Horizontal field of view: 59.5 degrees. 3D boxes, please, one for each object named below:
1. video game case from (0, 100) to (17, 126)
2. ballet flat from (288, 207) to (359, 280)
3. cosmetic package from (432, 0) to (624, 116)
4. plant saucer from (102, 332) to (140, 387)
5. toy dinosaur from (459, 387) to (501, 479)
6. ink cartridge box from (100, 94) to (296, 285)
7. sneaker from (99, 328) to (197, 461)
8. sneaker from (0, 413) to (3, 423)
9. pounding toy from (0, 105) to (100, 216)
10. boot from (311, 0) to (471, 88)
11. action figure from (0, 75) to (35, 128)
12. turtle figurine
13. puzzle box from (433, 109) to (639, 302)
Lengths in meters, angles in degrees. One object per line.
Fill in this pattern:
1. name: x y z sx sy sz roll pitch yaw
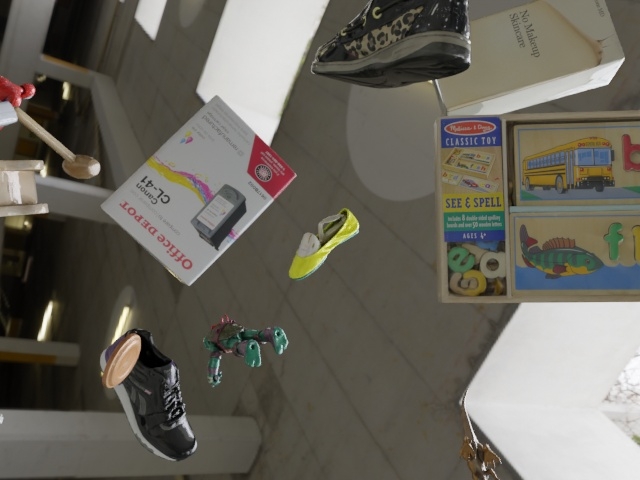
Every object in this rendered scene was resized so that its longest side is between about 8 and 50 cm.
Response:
1. video game case: -0.389 -0.068 0.455 0.184 0.201 0.023 -12 -73 20
2. ballet flat: 0.000 0.000 1.361 0.077 0.231 0.077 20 -39 48
3. cosmetic package: 0.364 -0.335 1.038 0.310 0.113 0.160 -16 -102 10
4. plant saucer: -0.286 0.176 0.816 0.083 0.013 0.083 23 90 -84
5. toy dinosaur: 0.264 0.361 0.975 0.112 0.064 0.211 72 7 -68
6. ink cartridge box: -0.235 -0.094 1.101 0.306 0.226 0.131 -48 -168 -13
7. sneaker: -0.329 0.309 1.129 0.124 0.107 0.283 -39 -95 27
8. sneaker: -0.530 0.296 0.837 0.092 0.087 0.229 -37 -131 -14
9. pounding toy: -0.479 -0.108 0.807 0.154 0.270 0.154 2 -82 39
10. boot: 0.073 -0.253 0.569 0.236 0.085 0.178 20 -75 61
11. action figure: -0.675 -0.229 1.060 0.091 0.280 0.139 45 -42 10
12. turtle figurine: -0.190 0.232 1.219 0.234 0.118 0.175 -13 -157 45
13. puzzle box: 0.370 -0.047 0.796 0.052 0.409 0.272 46 43 -83
